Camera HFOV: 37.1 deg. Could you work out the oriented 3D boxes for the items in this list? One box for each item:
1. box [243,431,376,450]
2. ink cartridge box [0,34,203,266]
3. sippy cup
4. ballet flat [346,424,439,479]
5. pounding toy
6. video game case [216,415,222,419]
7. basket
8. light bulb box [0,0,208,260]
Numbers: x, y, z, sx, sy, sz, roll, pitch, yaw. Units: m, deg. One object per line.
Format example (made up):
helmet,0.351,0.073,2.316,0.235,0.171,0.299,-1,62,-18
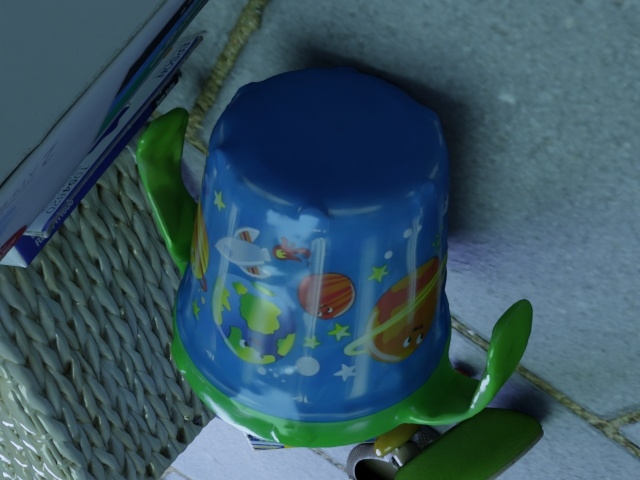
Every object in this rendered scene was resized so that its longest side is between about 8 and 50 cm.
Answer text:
box,-0.003,0.200,1.099,0.169,0.054,0.059,-6,138,12
ink cartridge box,-0.216,-0.074,0.788,0.224,0.223,0.045,3,139,41
sippy cup,0.000,0.000,0.729,0.305,0.240,0.224,4,135,-1
ballet flat,0.084,0.293,1.212,0.084,0.058,0.250,33,149,-2
pounding toy,0.117,0.214,1.000,0.110,0.183,0.237,54,155,11
video game case,-0.102,0.212,1.227,0.201,0.023,0.183,24,156,-31
basket,-0.299,0.078,0.989,0.328,0.266,0.331,5,127,35
light bulb box,-0.253,-0.192,0.519,0.361,0.358,0.225,37,152,-11
